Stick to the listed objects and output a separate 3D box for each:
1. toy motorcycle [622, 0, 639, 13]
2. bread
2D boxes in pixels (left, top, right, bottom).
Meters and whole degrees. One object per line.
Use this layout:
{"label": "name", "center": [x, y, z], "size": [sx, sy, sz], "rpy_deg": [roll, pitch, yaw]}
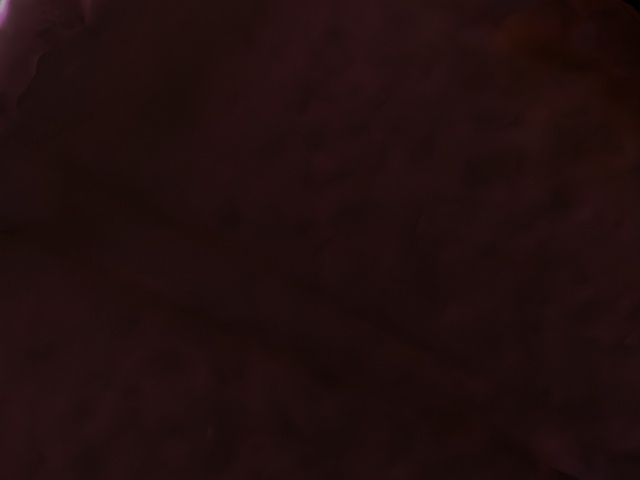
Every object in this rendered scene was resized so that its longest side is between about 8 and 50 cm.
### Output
{"label": "toy motorcycle", "center": [0.144, -0.216, 1.063], "size": [0.410, 0.168, 0.237], "rpy_deg": [-97, 31, -58]}
{"label": "bread", "center": [0.000, 0.000, 0.726], "size": [0.279, 0.371, 0.390], "rpy_deg": [-59, 13, 9]}
